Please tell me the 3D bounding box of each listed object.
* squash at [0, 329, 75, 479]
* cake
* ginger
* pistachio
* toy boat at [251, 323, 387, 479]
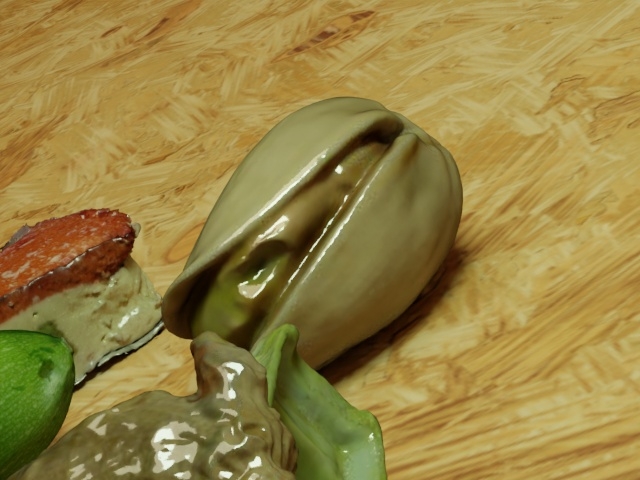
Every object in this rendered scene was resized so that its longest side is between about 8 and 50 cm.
[{"bbox_3d":[-0.318,0.163,1.011,0.395,0.107,0.107,-25,22,-2],"label":"squash"},{"bbox_3d":[-0.184,0.061,1.135,0.116,0.086,0.220,-13,23,30],"label":"cake"},{"bbox_3d":[-0.123,0.145,0.700,0.290,0.084,0.122,-33,52,24],"label":"ginger"},{"bbox_3d":[0.000,0.000,1.039,0.215,0.144,0.144,-43,28,-27],"label":"pistachio"},{"bbox_3d":[-0.019,0.144,0.742,0.084,0.111,0.276,-32,24,14],"label":"toy boat"}]
